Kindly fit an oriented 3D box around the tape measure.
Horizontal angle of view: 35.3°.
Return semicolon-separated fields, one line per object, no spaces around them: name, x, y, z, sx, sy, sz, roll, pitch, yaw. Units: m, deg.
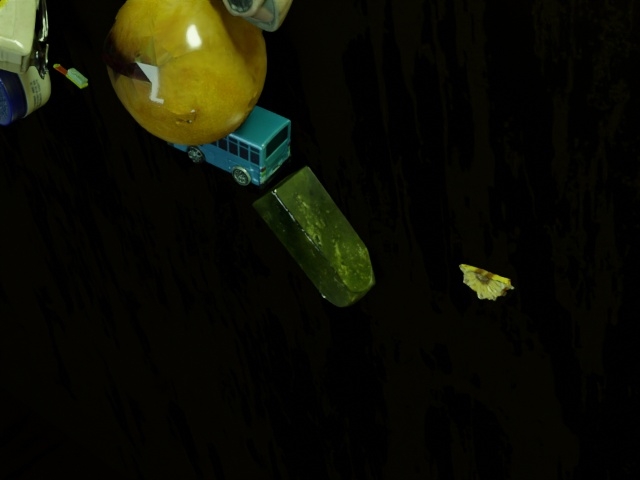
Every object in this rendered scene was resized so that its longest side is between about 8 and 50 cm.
tape measure;-0.577;-0.421;1.737;0.271;0.231;0.133;15;162;-13

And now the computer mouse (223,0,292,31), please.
computer mouse;-0.102;-0.446;1.213;0.199;0.115;0.389;8;119;60

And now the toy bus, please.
toy bus;-0.141;-0.166;1.538;0.185;0.090;0.106;25;140;19

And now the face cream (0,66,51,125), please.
face cream;-0.618;-0.335;1.949;0.206;0.111;0.206;32;143;28

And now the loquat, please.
loquat;-0.186;-0.251;1.398;0.235;0.235;0.235;31;143;27

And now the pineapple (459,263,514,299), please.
pineapple;0.231;0.062;1.401;0.083;0.019;0.045;18;129;42

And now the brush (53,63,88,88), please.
brush;-0.466;-0.312;1.872;0.083;0.019;0.021;35;135;22

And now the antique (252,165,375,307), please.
antique;0.000;0.000;1.565;0.221;0.080;0.081;53;149;-6
